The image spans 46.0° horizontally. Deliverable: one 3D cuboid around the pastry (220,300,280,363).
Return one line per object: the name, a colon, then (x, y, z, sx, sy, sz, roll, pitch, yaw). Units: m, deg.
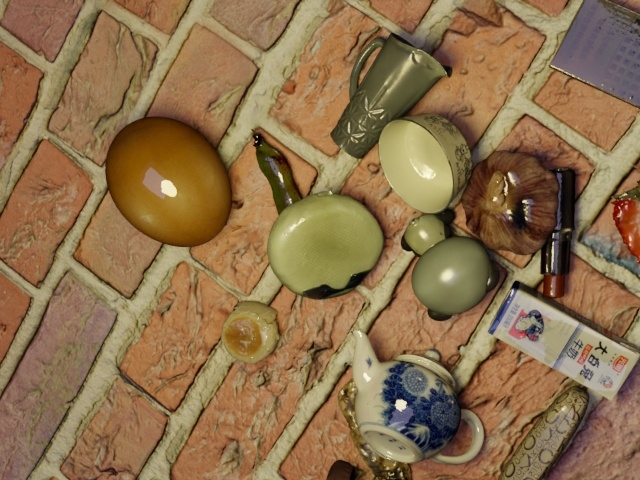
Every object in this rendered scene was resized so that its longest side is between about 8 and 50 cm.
pastry: (-0.181, 0.240, 1.968, 0.166, 0.088, 0.166, 2, 96, 15)

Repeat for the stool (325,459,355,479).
stool: (0.083, 0.690, 1.845, 0.178, 0.272, 0.272, 13, 100, 12)

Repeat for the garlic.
garlic: (0.413, -0.083, 1.678, 0.245, 0.160, 0.245, 9, 103, 44)

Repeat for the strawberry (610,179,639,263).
strawberry: (0.747, -0.030, 1.648, 0.174, 0.098, 0.228, -28, 91, 19)

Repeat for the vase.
vase: (0.143, -0.344, 1.781, 0.301, 0.156, 0.251, -52, 53, 22)

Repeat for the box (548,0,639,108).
box: (0.690, -0.394, 1.648, 0.325, 0.047, 0.180, 29, 104, 13)

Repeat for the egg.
egg: (-0.376, -0.144, 1.881, 0.282, 0.282, 0.351, -37, 95, 17)

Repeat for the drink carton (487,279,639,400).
drink carton: (0.556, 0.225, 1.732, 0.315, 0.106, 0.130, 28, 105, 11)

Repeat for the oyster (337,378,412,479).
oyster: (0.150, 0.510, 1.911, 0.128, 0.078, 0.345, -26, 86, 10)

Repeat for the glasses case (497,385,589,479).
glasses case: (0.510, 0.490, 1.758, 0.085, 0.137, 0.355, 35, 105, 18)

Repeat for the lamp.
lamp: (0.291, 0.055, 1.763, 0.198, 0.198, 0.244, -37, 63, 17)

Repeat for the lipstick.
lipstick: (0.538, -0.017, 1.720, 0.081, 0.081, 0.300, 1, 95, 17)

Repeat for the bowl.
bowl: (0.253, -0.192, 1.726, 0.238, 0.126, 0.238, 37, 145, 32)

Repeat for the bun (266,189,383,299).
bun: (0.000, 0.000, 1.836, 0.283, 0.179, 0.283, -6, 115, -13)

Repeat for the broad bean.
broad bean: (-0.094, -0.131, 1.910, 0.077, 0.061, 0.339, -22, 89, 23)

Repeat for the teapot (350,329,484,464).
teapot: (0.221, 0.374, 1.795, 0.424, 0.280, 0.252, 38, 148, -8)
